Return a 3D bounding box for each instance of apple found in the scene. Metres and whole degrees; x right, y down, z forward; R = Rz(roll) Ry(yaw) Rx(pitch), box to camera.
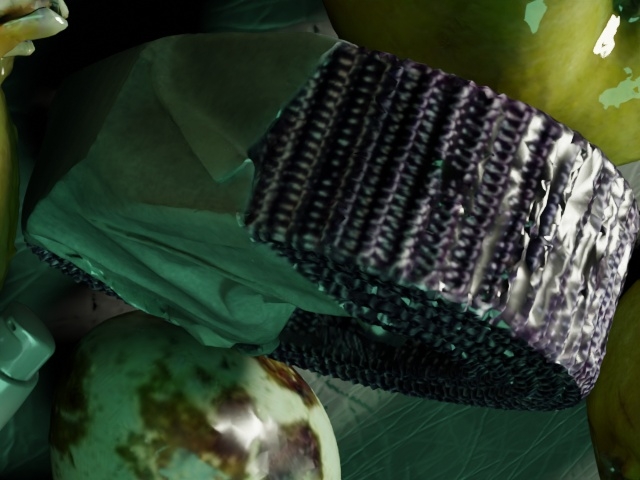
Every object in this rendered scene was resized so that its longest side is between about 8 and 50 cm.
[{"bbox_3d":[0.127,-0.151,0.676,0.261,0.194,0.261,-10,131,-11],"label":"apple"}]

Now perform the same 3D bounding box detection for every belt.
[{"bbox_3d":[0.000,0.000,0.693,0.260,0.325,0.122,24,78,-23],"label":"belt"}]

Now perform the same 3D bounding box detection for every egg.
[{"bbox_3d":[-0.079,0.131,0.889,0.169,0.169,0.231,-30,132,-1],"label":"egg"}]

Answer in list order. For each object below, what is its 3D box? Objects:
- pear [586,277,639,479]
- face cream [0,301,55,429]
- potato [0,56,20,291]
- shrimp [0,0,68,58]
[{"bbox_3d":[0.330,0.102,1.068,0.321,0.269,0.269,-22,143,-32],"label":"pear"},{"bbox_3d":[-0.238,0.126,0.833,0.252,0.101,0.101,-44,140,16],"label":"face cream"},{"bbox_3d":[-0.259,-0.049,0.531,0.270,0.219,0.359,-21,140,2],"label":"potato"},{"bbox_3d":[-0.201,-0.161,0.409,0.185,0.287,0.068,-30,-174,-43],"label":"shrimp"}]
